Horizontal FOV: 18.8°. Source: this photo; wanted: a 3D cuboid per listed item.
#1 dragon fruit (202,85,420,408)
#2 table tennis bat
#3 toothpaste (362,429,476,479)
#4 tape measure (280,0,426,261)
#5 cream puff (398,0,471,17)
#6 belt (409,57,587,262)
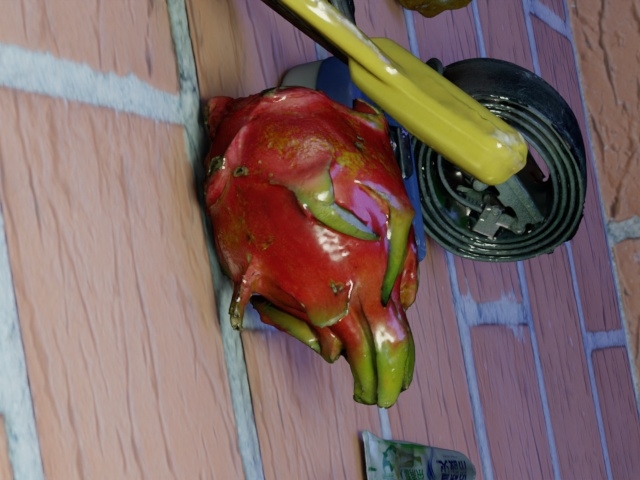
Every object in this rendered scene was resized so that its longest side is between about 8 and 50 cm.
[{"bbox_3d":[-0.009,0.001,1.596,0.200,0.198,0.269,24,-48,56],"label":"dragon fruit"},{"bbox_3d":[0.023,-0.163,1.626,0.369,0.054,0.224,38,1,19],"label":"table tennis bat"},{"bbox_3d":[0.101,0.237,1.985,0.297,0.048,0.075,19,62,-67],"label":"toothpaste"},{"bbox_3d":[0.025,-0.145,1.897,0.215,0.098,0.351,24,54,-70],"label":"tape measure"},{"bbox_3d":[0.134,-0.344,2.307,0.146,0.146,0.116,48,18,-59],"label":"cream puff"},{"bbox_3d":[0.191,-0.100,2.196,0.267,0.206,0.116,60,22,-31],"label":"belt"}]
